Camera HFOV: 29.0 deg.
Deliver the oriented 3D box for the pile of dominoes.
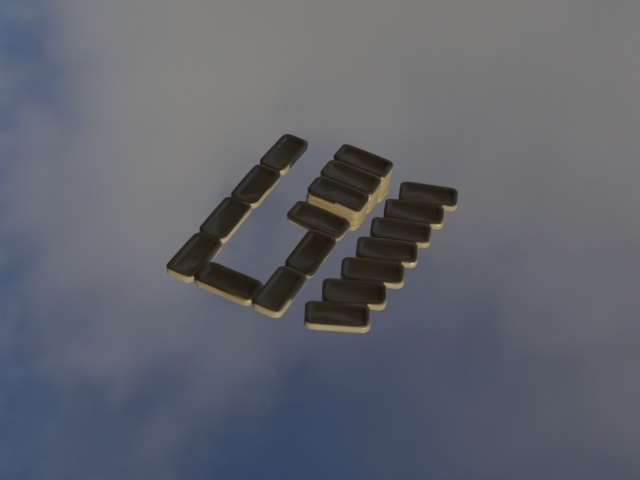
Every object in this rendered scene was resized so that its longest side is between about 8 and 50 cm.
[{"bbox_3d":[0.000,0.000,1.181,0.196,0.040,0.251,23,-134,16],"label":"pile of dominoes"}]
